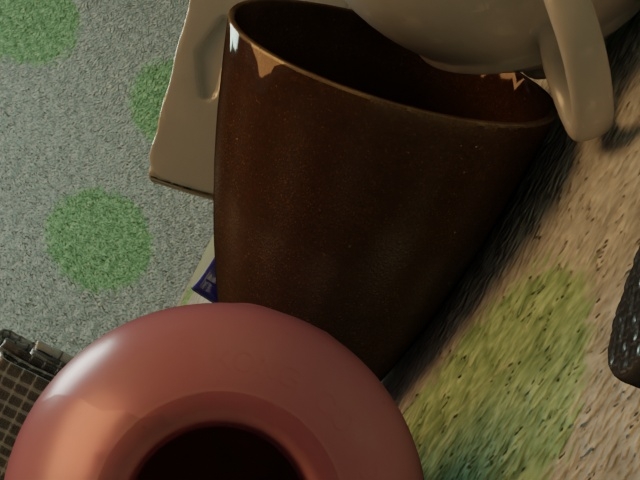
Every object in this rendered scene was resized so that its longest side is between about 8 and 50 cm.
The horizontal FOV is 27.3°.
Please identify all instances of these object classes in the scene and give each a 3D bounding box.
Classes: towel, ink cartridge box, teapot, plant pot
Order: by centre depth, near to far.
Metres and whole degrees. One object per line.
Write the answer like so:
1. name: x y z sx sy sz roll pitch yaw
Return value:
1. teapot: 0.118 -0.182 0.807 0.252 0.187 0.256 8 39 44
2. plant pot: 0.015 -0.013 0.867 0.215 0.215 0.230 -81 8 -69
3. ink cartridge box: -0.031 -0.152 1.165 0.306 0.131 0.226 -50 -25 -79
4. towel: -0.320 0.265 1.610 0.235 0.283 0.121 -59 9 22

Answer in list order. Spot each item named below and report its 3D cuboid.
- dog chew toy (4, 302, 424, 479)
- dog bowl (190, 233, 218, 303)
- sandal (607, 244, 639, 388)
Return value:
1. dog chew toy: -0.058 0.147 0.721 0.207 0.206 0.332 -62 0 -12
2. dog bowl: -0.051 -0.030 1.600 0.265 0.104 0.265 -59 8 14
3. sandal: 0.177 -0.059 0.491 0.097 0.054 0.255 -68 -2 -85
